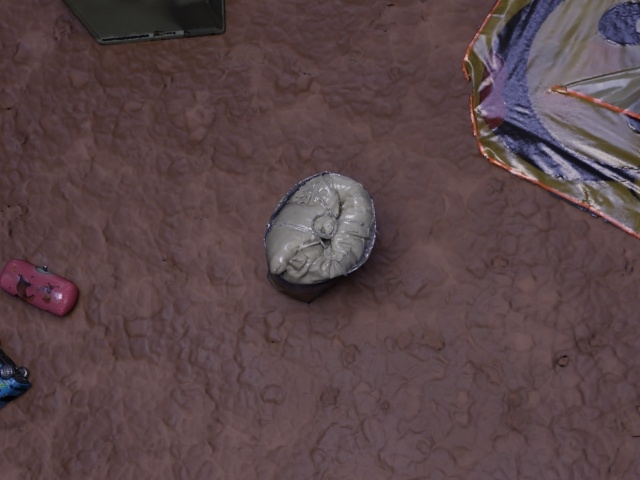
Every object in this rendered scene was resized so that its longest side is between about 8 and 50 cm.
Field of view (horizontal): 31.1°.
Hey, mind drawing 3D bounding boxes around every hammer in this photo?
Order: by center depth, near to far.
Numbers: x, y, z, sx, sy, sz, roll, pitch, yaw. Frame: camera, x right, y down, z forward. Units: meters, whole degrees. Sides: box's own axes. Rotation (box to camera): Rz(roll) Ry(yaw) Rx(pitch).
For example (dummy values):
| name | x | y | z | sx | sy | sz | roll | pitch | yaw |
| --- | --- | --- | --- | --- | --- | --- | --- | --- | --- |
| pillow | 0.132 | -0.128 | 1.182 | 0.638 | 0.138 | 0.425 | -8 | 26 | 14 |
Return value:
| name | x | y | z | sx | sy | sz | roll | pitch | yaw |
| --- | --- | --- | --- | --- | --- | --- | --- | --- | --- |
| hammer | -0.289 | 0.047 | 1.179 | 0.083 | 0.043 | 0.043 | 22 | 82 | 13 |

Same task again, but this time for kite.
| name | x | y | z | sx | sy | sz | roll | pitch | yaw |
| --- | --- | --- | --- | --- | --- | --- | --- | --- | --- |
| kite | 0.307 | -0.176 | 1.161 | 0.327 | 0.013 | 0.378 | -13 | 78 | 5 |

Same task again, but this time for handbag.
| name | x | y | z | sx | sy | sz | roll | pitch | yaw |
| --- | --- | --- | --- | --- | --- | --- | --- | --- | --- |
| handbag | 0.000 | 0.000 | 1.083 | 0.095 | 0.173 | 0.117 | 30 | 84 | 3 |

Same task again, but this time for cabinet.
| name | x | y | z | sx | sy | sz | roll | pitch | yaw |
| --- | --- | --- | --- | --- | --- | --- | --- | --- | --- |
| cabinet | -0.190 | -0.311 | 1.158 | 0.145 | 0.206 | 0.150 | -4 | 78 | 7 |

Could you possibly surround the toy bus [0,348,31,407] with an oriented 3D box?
| name | x | y | z | sx | sy | sz | roll | pitch | yaw |
| --- | --- | --- | --- | --- | --- | --- | --- | --- | --- |
| toy bus | -0.337 | 0.129 | 1.168 | 0.083 | 0.038 | 0.046 | 43 | 91 | 15 |
